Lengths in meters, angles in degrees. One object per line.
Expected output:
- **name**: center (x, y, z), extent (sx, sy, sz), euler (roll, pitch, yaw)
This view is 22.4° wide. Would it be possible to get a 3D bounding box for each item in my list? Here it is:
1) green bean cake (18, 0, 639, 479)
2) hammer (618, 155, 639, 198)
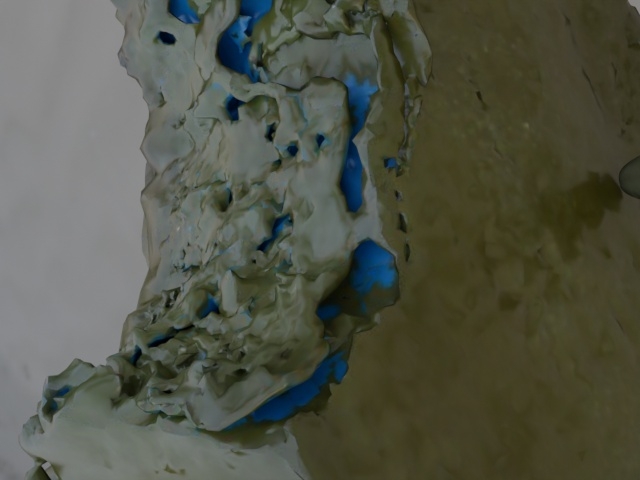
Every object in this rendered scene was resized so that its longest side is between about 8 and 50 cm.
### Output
- **green bean cake**: center (0.000, 0.000, 0.654), extent (0.202, 0.285, 0.310), euler (-21, 81, 44)
- **hammer**: center (0.168, -0.104, 0.635), extent (0.060, 0.028, 0.195), euler (3, 70, 64)
